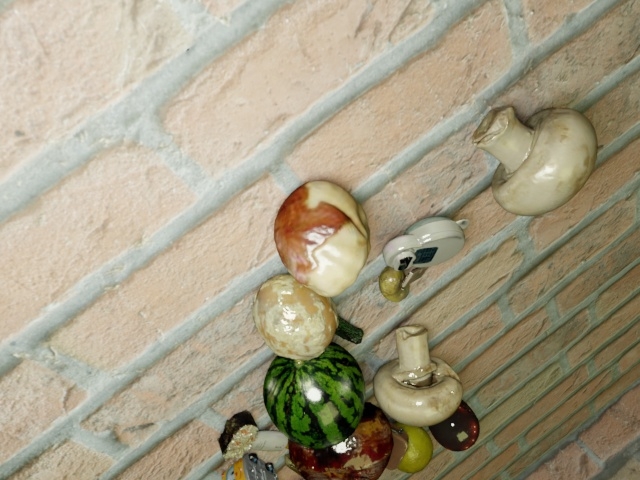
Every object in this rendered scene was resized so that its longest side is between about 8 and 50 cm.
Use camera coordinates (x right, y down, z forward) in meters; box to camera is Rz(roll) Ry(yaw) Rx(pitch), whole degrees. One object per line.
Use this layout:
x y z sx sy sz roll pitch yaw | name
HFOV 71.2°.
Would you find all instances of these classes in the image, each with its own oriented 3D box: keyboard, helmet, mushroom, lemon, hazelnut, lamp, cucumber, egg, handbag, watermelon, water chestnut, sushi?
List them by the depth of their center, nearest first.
0.000 0.000 1.036 0.241 0.261 0.261 -21 137 28 | hazelnut
-0.063 0.187 1.117 0.203 0.203 0.245 -36 119 -3 | egg
0.534 -0.221 1.161 0.289 0.297 0.298 28 108 0 | mushroom
0.283 0.004 1.235 0.245 0.108 0.180 -14 147 -13 | lamp
-0.017 0.416 1.236 0.284 0.285 0.285 -14 126 -20 | watermelon
0.277 0.098 1.305 0.055 0.017 0.165 -59 159 21 | keyboard
0.061 0.256 1.322 0.058 0.058 0.187 -46 132 6 | cucumber
-0.249 0.594 1.360 0.090 0.078 0.150 20 108 -36 | sushi
0.058 0.608 1.431 0.350 0.350 0.303 -2 79 -27 | water chestnut
0.315 0.428 1.442 0.292 0.292 0.290 -10 107 -22 | mushroom
0.223 0.726 1.634 0.151 0.193 0.072 -57 170 11 | handbag
0.336 0.795 1.742 0.184 0.184 0.248 -39 113 0 | lemon
0.551 0.763 1.844 0.216 0.193 0.189 36 102 -10 | helmet

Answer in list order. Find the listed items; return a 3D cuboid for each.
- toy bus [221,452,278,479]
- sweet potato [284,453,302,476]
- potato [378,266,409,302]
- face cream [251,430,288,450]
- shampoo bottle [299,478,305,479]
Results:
-0.232 0.809 1.484 0.136 0.126 0.210 -31 130 4 | toy bus
-0.009 0.818 1.643 0.285 0.085 0.112 17 78 -24 | sweet potato
0.213 0.126 1.303 0.092 0.070 0.138 -52 143 -14 | potato
-0.169 0.653 1.459 0.182 0.051 0.072 23 104 -38 | face cream
-0.014 0.939 1.693 0.277 0.104 0.105 -18 127 -17 | shampoo bottle
